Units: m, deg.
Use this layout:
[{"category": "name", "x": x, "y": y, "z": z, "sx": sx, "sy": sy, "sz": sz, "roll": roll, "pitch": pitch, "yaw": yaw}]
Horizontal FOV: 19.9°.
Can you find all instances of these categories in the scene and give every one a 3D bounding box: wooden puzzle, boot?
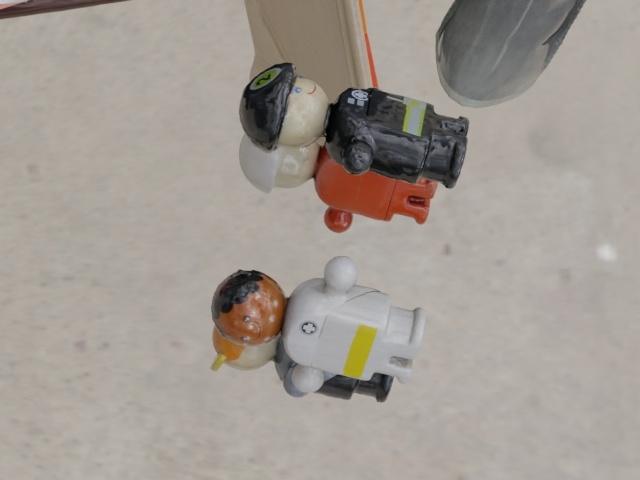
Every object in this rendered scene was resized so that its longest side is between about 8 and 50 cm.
[{"category": "wooden puzzle", "x": -0.012, "y": -0.202, "z": 1.577, "sx": 0.044, "sy": 0.221, "sz": 0.238, "roll": -22, "pitch": 129, "yaw": -21}, {"category": "boot", "x": 0.104, "y": -0.143, "z": 0.805, "sx": 0.076, "sy": 0.208, "sz": 0.190, "roll": 44, "pitch": 38, "yaw": 6}]

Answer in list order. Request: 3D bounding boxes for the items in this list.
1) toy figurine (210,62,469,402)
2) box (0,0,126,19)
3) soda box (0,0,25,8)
[{"category": "toy figurine", "x": 0.000, "y": 0.000, "z": 1.226, "sx": 0.148, "sy": 0.213, "sz": 0.209, "roll": 14, "pitch": 82, "yaw": -3}, {"category": "box", "x": -0.106, "y": -0.257, "z": 1.319, "sx": 0.381, "sy": 0.191, "sz": 0.143, "roll": -6, "pitch": 109, "yaw": 7}, {"category": "soda box", "x": -0.231, "y": -0.185, "z": 1.136, "sx": 0.286, "sy": 0.091, "sz": 0.098, "roll": -16, "pitch": 101, "yaw": 7}]
